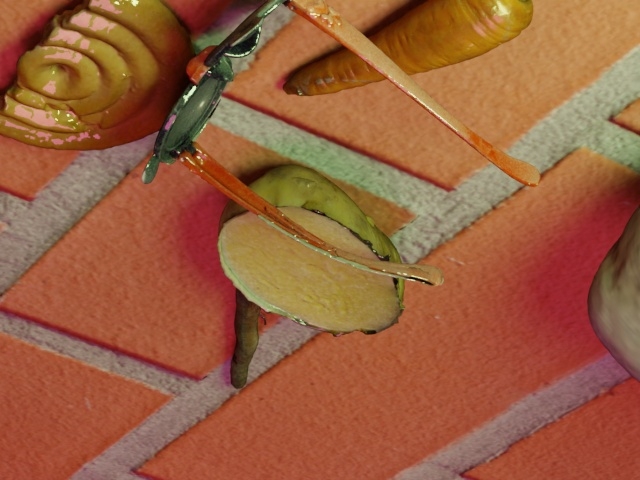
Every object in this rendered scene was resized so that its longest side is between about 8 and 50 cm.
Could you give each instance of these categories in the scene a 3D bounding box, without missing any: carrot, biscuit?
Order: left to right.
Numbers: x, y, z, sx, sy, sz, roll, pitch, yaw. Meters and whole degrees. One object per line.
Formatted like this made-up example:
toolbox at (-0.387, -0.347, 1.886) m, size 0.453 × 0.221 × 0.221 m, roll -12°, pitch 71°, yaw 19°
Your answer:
biscuit at (-0.179, -0.125, 1.611) m, size 0.144 × 0.033 × 0.224 m, roll 24°, pitch 142°, yaw -28°
carrot at (0.065, -0.149, 1.534) m, size 0.256 × 0.061 × 0.061 m, roll -23°, pitch 139°, yaw 36°

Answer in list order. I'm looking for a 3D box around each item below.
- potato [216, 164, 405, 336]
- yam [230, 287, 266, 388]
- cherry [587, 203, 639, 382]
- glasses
potato at (0.000, 0.000, 1.747) m, size 0.164 × 0.081 × 0.200 m, roll -7°, pitch 143°, yaw 29°
yam at (-0.071, 0.084, 1.928) m, size 0.027 × 0.029 × 0.234 m, roll 28°, pitch 150°, yaw 12°
cherry at (0.406, 0.047, 1.596) m, size 0.335 × 0.291 × 0.326 m, roll 25°, pitch 161°, yaw -6°
glasses at (0.011, -0.063, 1.536) m, size 0.268 × 0.118 × 0.234 m, roll 38°, pitch 138°, yaw -2°
